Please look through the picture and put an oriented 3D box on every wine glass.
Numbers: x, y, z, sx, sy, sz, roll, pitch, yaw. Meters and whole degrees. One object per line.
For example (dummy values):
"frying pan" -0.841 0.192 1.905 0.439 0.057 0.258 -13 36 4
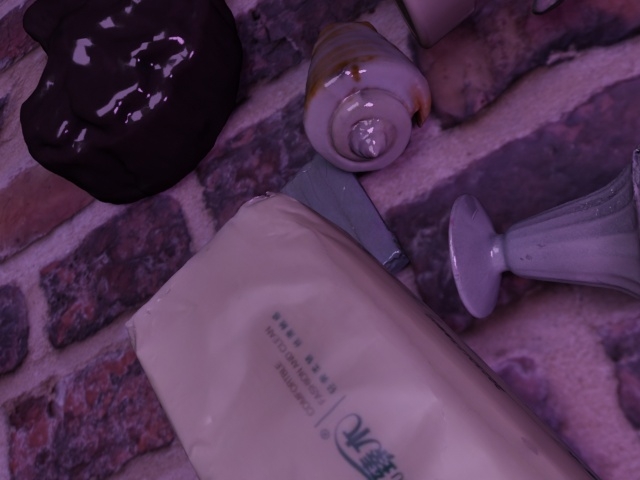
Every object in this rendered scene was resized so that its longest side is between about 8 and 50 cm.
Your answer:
"wine glass" 0.232 0.000 0.561 0.197 0.165 0.164 -6 70 32

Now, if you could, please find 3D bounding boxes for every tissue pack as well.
"tissue pack" 0.060 0.172 0.492 0.207 0.297 0.380 -45 52 3

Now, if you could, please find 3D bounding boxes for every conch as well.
"conch" 0.040 -0.199 0.744 0.158 0.127 0.255 -24 60 8

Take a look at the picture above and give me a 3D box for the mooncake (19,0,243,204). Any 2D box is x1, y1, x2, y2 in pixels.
"mooncake" -0.296 -0.271 0.938 0.351 0.212 0.380 -26 64 13

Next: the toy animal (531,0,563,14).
"toy animal" 0.328 -0.346 0.648 0.237 0.138 0.107 -23 96 17

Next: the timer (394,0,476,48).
"timer" 0.199 -0.369 0.710 0.266 0.175 0.175 -28 61 13

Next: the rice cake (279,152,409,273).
"rice cake" 0.000 0.000 0.761 0.189 0.037 0.198 -44 57 9
